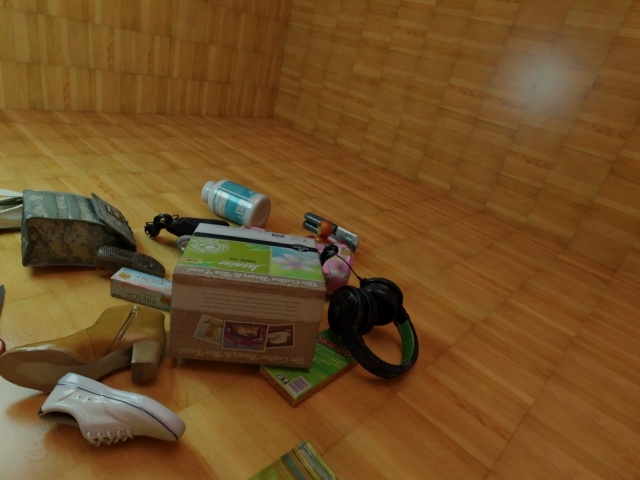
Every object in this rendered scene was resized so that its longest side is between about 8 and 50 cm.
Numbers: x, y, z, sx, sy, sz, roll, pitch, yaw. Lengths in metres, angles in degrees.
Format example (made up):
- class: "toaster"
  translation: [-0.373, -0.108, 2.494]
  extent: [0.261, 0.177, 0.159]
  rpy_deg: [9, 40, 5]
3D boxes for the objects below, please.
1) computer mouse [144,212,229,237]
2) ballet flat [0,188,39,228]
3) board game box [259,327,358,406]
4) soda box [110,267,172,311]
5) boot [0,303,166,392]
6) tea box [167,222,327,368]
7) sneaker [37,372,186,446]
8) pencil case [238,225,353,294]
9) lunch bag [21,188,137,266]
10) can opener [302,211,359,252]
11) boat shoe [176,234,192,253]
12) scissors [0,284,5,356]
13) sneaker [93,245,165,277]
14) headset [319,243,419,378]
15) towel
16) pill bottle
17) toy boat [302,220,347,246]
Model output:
- class: "computer mouse"
  translation: [-0.435, -0.029, 1.381]
  extent: [0.272, 0.072, 0.188]
  rpy_deg: [2, -15, -38]
- class: "ballet flat"
  translation: [-1.004, -0.083, 1.170]
  extent: [0.139, 0.139, 0.400]
  rpy_deg: [33, 32, 34]
- class: "board game box"
  translation: [-0.013, 0.299, 1.014]
  extent: [0.124, 0.039, 0.259]
  rpy_deg: [32, 34, 33]
- class: "soda box"
  translation: [-0.459, 0.132, 1.096]
  extent: [0.183, 0.058, 0.063]
  rpy_deg: [16, 26, 2]
- class: "boot"
  translation: [-0.489, 0.215, 0.886]
  extent: [0.295, 0.104, 0.211]
  rpy_deg: [8, 21, -24]
- class: "tea box"
  translation: [-0.174, 0.125, 1.031]
  extent: [0.328, 0.220, 0.323]
  rpy_deg: [7, 21, -10]
- class: "sneaker"
  translation: [-0.373, 0.325, 0.739]
  extent: [0.258, 0.094, 0.091]
  rpy_deg: [13, 44, 9]
- class: "pencil case"
  translation: [-0.095, 0.063, 1.307]
  extent: [0.385, 0.160, 0.167]
  rpy_deg: [11, 27, -4]
- class: "lunch bag"
  translation: [-0.696, -0.037, 1.200]
  extent: [0.286, 0.169, 0.235]
  rpy_deg: [4, 23, -37]
- class: "can opener"
  translation: [0.035, -0.034, 1.663]
  extent: [0.280, 0.074, 0.093]
  rpy_deg: [31, 31, 31]
- class: "boat shoe"
  translation: [-0.377, 0.029, 1.352]
  extent: [0.183, 0.066, 0.066]
  rpy_deg: [2, 47, -32]
- class: "scissors"
  translation: [-0.716, 0.188, 0.903]
  extent: [0.108, 0.021, 0.297]
  rpy_deg: [5, 26, -13]
- class: "sneaker"
  translation: [-0.543, 0.074, 1.172]
  extent: [0.188, 0.071, 0.066]
  rpy_deg: [26, 26, -31]
- class: "headset"
  translation: [0.104, 0.188, 1.122]
  extent: [0.243, 0.185, 0.394]
  rpy_deg: [-9, 64, -48]
- class: "towel"
  translation: [-0.082, 0.440, 0.710]
  extent: [0.237, 0.021, 0.102]
  rpy_deg: [-13, 36, -43]
- class: "pill bottle"
  translation: [-0.338, -0.150, 1.624]
  extent: [0.264, 0.146, 0.146]
  rpy_deg: [24, 27, 18]
- class: "toy boat"
  translation: [0.000, 0.000, 1.487]
  extent: [0.151, 0.151, 0.231]
  rpy_deg: [32, 31, 33]
